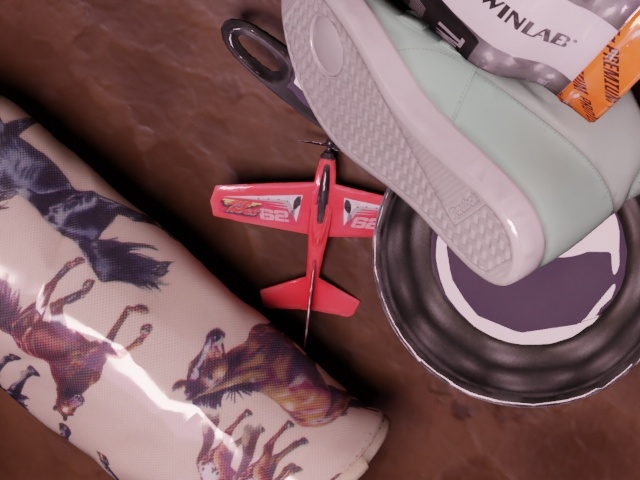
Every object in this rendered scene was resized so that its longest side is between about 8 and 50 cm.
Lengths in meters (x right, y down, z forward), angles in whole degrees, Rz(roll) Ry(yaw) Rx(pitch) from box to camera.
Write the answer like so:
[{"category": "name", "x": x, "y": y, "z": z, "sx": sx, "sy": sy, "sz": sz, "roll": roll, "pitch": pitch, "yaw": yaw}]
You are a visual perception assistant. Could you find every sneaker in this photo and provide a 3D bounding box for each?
[{"category": "sneaker", "x": 0.092, "y": -0.094, "z": 1.020, "sx": 0.256, "sy": 0.151, "sz": 0.094, "roll": 50, "pitch": 149, "yaw": 24}]

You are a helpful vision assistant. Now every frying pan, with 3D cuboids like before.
[{"category": "frying pan", "x": 0.072, "y": -0.009, "z": 1.093, "sx": 0.326, "sy": 0.053, "sz": 0.197, "roll": 18, "pitch": 106, "yaw": 11}]

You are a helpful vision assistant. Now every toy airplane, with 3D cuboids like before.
[{"category": "toy airplane", "x": 0.000, "y": 0.000, "z": 1.139, "sx": 0.151, "sy": 0.028, "sz": 0.151, "roll": 0, "pitch": 113, "yaw": 0}]

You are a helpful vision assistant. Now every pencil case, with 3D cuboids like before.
[{"category": "pencil case", "x": -0.157, "y": 0.058, "z": 1.138, "sx": 0.410, "sy": 0.160, "sz": 0.183, "roll": 39, "pitch": 143, "yaw": -1}]

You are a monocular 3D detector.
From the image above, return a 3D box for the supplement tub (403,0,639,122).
[{"category": "supplement tub", "x": 0.085, "y": -0.225, "z": 0.914, "sx": 0.316, "sy": 0.193, "sz": 0.193, "roll": 43, "pitch": 117, "yaw": 3}]
